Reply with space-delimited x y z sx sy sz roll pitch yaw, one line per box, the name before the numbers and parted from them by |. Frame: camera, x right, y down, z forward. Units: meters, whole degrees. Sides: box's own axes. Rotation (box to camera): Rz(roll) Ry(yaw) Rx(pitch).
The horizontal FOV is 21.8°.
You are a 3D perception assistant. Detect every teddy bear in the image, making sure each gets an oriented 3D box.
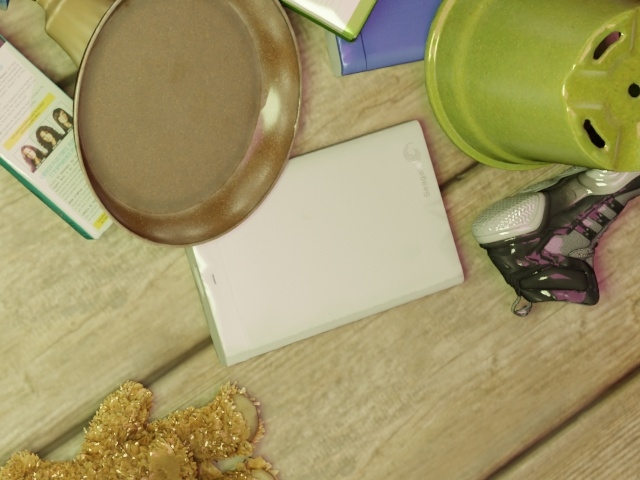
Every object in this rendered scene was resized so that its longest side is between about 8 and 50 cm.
teddy bear | -0.196 0.277 1.825 0.338 0.113 0.245 -35 108 -24

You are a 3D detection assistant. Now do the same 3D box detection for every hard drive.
hard drive | 0.147 -0.326 1.971 0.318 0.040 0.210 -13 94 -19
hard drive | 0.000 0.000 1.919 0.307 0.040 0.203 -19 96 -18

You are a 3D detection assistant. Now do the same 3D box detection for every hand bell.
hand bell | -0.311 -0.275 1.790 0.242 0.126 0.126 35 78 -3

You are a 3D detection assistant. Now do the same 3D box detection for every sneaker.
sneaker | 0.322 -0.008 2.007 0.268 0.101 0.153 -24 98 -12

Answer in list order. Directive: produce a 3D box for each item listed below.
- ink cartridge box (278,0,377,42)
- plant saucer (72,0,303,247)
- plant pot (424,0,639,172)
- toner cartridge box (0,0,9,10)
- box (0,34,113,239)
ink cartridge box | -0.028 -0.364 1.847 0.255 0.097 0.189 29 93 -2
plant saucer | -0.147 -0.148 1.774 0.310 0.050 0.311 -15 113 -40
plant pot | 0.294 -0.189 1.881 0.276 0.254 0.276 -6 106 -21
toner cartridge box | -0.474 -0.357 1.695 0.347 0.075 0.165 13 87 -8
box | -0.307 -0.115 1.796 0.244 0.060 0.100 43 76 -15
